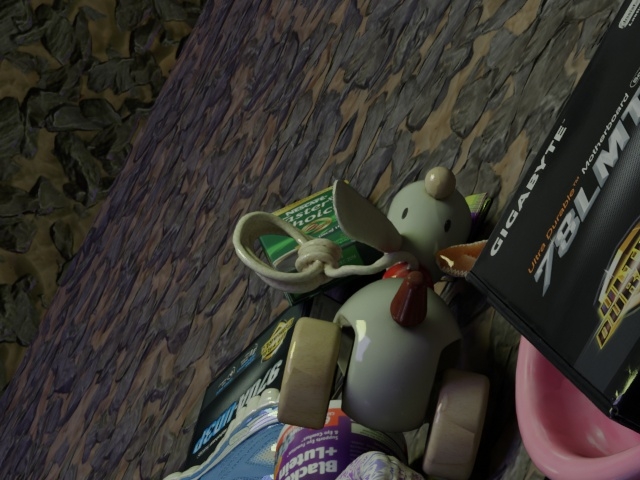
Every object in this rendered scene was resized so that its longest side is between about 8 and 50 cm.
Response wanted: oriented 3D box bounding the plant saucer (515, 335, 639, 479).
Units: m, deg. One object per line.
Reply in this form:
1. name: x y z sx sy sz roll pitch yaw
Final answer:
1. plant saucer: 0.242 0.012 1.160 0.332 0.084 0.332 -54 17 26

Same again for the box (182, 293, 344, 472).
1. box: -0.060 0.170 1.881 0.220 0.051 0.175 -44 23 45

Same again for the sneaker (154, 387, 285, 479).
1. sneaker: -0.095 0.270 1.696 0.330 0.130 0.147 -50 18 35

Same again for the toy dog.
1. toy dog: 0.066 0.028 1.497 0.334 0.220 0.161 -106 25 -50

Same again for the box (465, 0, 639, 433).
1. box: 0.214 -0.055 1.083 0.295 0.073 0.293 -60 17 7

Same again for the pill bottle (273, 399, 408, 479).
1. pill bottle: 0.015 0.221 1.474 0.108 0.108 0.193 -53 19 29

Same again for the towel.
1. towel: 0.120 -0.002 1.683 0.083 0.009 0.060 -65 16 -11

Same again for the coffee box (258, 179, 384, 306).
1. coffee box: 0.000 0.000 1.893 0.113 0.040 0.184 -24 19 -1

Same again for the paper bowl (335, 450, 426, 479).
1. paper bowl: 0.022 0.288 1.218 0.284 0.148 0.284 -57 4 7
